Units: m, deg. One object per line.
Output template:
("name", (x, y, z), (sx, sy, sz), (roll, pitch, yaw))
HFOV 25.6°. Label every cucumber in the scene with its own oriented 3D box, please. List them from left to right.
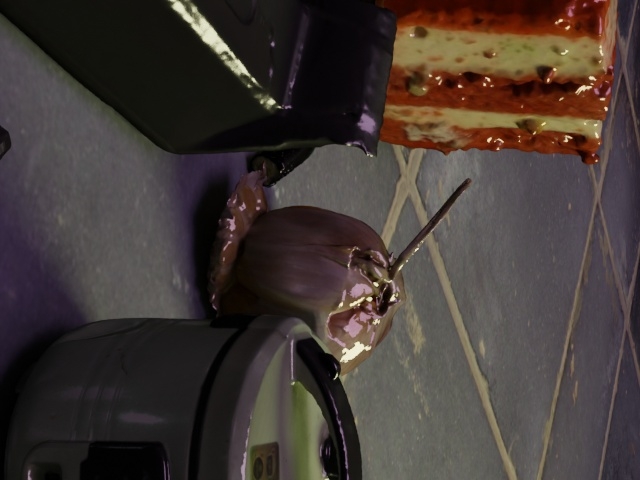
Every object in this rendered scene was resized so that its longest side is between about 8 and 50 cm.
("cucumber", (-0.026, -0.097, 1.428), (0.039, 0.043, 0.163), (42, 29, -1))

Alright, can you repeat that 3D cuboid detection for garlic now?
("garlic", (0.000, 0.000, 1.292), (0.207, 0.256, 0.207), (34, 24, -18))

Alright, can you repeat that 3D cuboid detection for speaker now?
("speaker", (-0.099, -0.203, 1.071), (0.388, 0.184, 0.180), (43, 51, -58))

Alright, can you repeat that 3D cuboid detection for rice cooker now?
("rice cooker", (-0.089, 0.164, 1.012), (0.226, 0.244, 0.226), (0, 90, -71))

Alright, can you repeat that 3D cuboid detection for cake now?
("cake", (0.196, -0.264, 1.584), (0.319, 0.270, 0.270), (74, 21, -64))

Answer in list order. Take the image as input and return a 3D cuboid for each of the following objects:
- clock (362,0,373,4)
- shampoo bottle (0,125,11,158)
("clock", (0.001, -0.280, 1.447), (0.277, 0.071, 0.293), (-10, 99, -67))
("shampoo bottle", (-0.247, -0.036, 0.917), (0.137, 0.027, 0.048), (-58, 150, -51))
